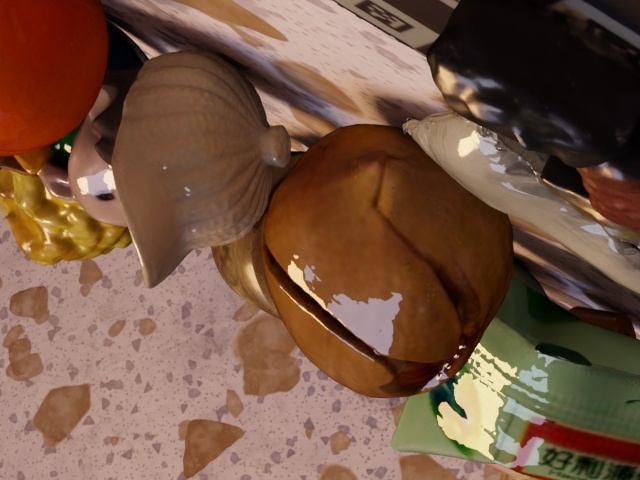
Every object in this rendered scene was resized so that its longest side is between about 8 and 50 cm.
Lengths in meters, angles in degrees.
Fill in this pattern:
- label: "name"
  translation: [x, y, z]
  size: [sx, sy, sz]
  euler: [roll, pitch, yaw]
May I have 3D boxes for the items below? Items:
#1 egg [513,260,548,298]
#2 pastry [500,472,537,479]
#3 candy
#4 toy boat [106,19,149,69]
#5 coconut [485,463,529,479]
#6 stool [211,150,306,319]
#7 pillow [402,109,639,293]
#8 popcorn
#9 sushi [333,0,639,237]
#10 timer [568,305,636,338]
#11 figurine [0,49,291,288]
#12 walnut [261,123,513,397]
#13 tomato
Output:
- label: "egg"
  translation: [0.173, 0.087, 1.558]
  size: [0.149, 0.149, 0.192]
  euler: [25, -176, 38]
- label: "pastry"
  translation: [0.446, 0.361, 2.029]
  size: [0.388, 0.312, 0.388]
  euler: [17, 170, 3]
- label: "candy"
  translation: [0.268, 0.170, 1.372]
  size: [0.398, 0.263, 0.172]
  euler: [23, -143, 7]
- label: "toy boat"
  translation: [-0.247, -0.198, 1.470]
  size: [0.210, 0.070, 0.291]
  euler: [33, 180, 5]
- label: "coconut"
  translation: [0.214, 0.159, 1.794]
  size: [0.245, 0.233, 0.233]
  euler: [30, 176, -23]
- label: "stool"
  translation: [0.000, 0.000, 1.429]
  size: [0.179, 0.179, 0.264]
  euler: [29, 176, -15]
- label: "pillow"
  translation: [0.162, -0.021, 0.958]
  size: [0.229, 0.051, 0.128]
  euler: [31, 175, -21]
- label: "popcorn"
  translation: [-0.272, -0.097, 1.646]
  size: [0.225, 0.249, 0.249]
  euler: [58, 178, 5]
- label: "sushi"
  translation: [0.153, -0.039, 0.714]
  size: [0.359, 0.064, 0.343]
  euler: [30, 176, -12]
- label: "timer"
  translation: [0.332, 0.133, 1.488]
  size: [0.152, 0.132, 0.132]
  euler: [-2, 162, 26]
- label: "figurine"
  translation: [-0.189, -0.101, 1.297]
  size: [0.332, 0.204, 0.185]
  euler: [30, 172, 29]
- label: "walnut"
  translation: [0.051, 0.008, 1.130]
  size: [0.203, 0.203, 0.298]
  euler: [27, 158, 20]
- label: "tomato"
  translation: [-0.286, -0.178, 1.122]
  size: [0.260, 0.180, 0.260]
  euler: [26, 174, 3]
